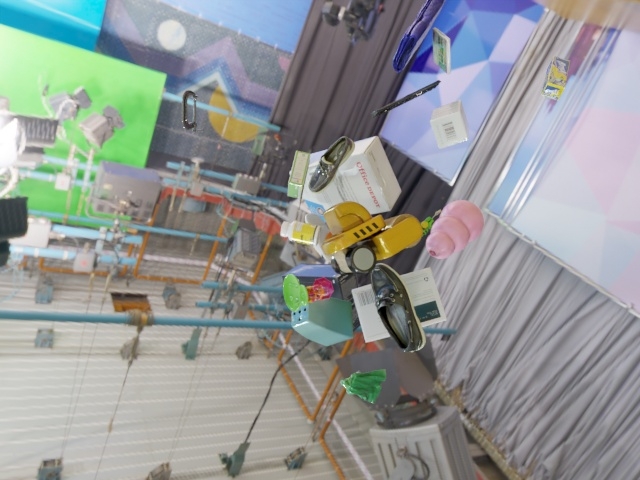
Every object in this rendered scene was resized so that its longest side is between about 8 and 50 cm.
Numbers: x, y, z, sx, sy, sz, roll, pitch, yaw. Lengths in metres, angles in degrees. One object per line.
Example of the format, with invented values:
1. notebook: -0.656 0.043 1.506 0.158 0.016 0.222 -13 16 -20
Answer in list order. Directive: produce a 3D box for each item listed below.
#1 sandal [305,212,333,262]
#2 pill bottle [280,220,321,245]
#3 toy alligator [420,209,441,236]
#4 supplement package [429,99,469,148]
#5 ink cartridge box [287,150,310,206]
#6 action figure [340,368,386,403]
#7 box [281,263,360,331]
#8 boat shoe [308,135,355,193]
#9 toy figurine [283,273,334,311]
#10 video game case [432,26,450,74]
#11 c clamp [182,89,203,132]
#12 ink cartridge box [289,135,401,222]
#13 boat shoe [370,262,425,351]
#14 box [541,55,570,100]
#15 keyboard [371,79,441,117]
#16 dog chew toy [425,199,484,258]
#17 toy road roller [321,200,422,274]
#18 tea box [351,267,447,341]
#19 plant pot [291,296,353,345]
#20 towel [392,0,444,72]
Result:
1. sandal: 0.009 -0.003 2.138 0.101 0.076 0.265 -14 -123 -25
2. pill bottle: -0.061 -0.025 1.525 0.116 0.065 0.065 12 -161 8
3. toy alligator: 0.406 -0.052 1.917 0.051 0.189 0.056 58 168 -1
4. supplement package: 0.448 -0.403 1.709 0.105 0.105 0.179 -16 -159 24
5. ink cartridge box: -0.091 -0.238 1.963 0.062 0.209 0.109 11 156 -1
6. action figure: 0.150 0.530 1.827 0.063 0.137 0.232 10 171 40
7. box: 0.016 0.290 2.486 0.343 0.313 0.179 0 -161 34
8. boat shoe: 0.026 -0.260 1.668 0.080 0.224 0.073 43 -172 27
9. toy figurine: -0.021 0.173 1.716 0.159 0.130 0.173 -6 -176 -31
10. video game case: 0.523 -0.820 2.136 0.019 0.157 0.143 -19 -135 -4
11. c clamp: -0.467 -0.466 1.789 0.022 0.161 0.137 12 -154 15
12. ink cartridge box: 0.111 -0.255 2.149 0.394 0.286 0.166 -8 -147 37
13. boat shoe: 0.254 0.243 1.765 0.113 0.127 0.340 -9 -105 -50
14. box: 0.777 -0.537 1.632 0.059 0.054 0.169 21 -126 10
15. keyboard: 0.372 -0.626 2.212 0.201 0.317 0.033 -119 3 -80
16. dog chew toy: 0.600 -0.040 2.255 0.206 0.207 0.332 33 -123 26
17. toy road roller: 0.155 -0.038 1.680 0.329 0.241 0.202 -27 -176 -19
18. tea box: 0.316 0.274 2.051 0.328 0.220 0.323 -16 168 2
19. plant pot: -0.003 0.331 2.095 0.234 0.165 0.166 23 -127 -38
20. towel: 0.420 -0.914 2.170 0.076 0.308 0.228 33 157 0
